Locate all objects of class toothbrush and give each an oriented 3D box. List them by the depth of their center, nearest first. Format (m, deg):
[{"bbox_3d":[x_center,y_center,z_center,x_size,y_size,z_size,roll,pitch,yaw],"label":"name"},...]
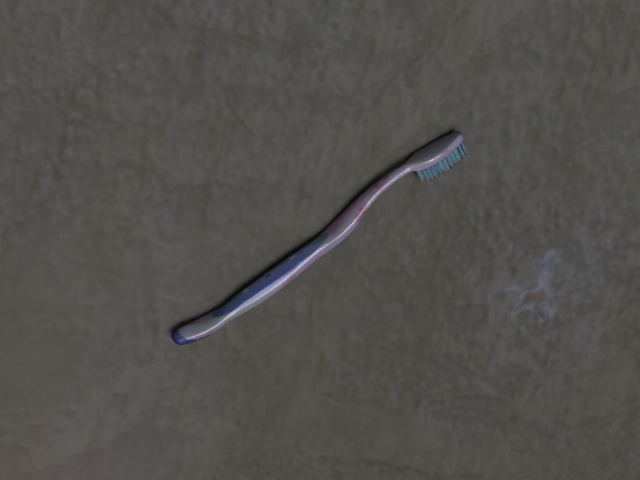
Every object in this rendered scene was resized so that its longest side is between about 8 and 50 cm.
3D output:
[{"bbox_3d":[0.000,0.000,0.991,0.269,0.021,0.027,-35,117,-1],"label":"toothbrush"}]
